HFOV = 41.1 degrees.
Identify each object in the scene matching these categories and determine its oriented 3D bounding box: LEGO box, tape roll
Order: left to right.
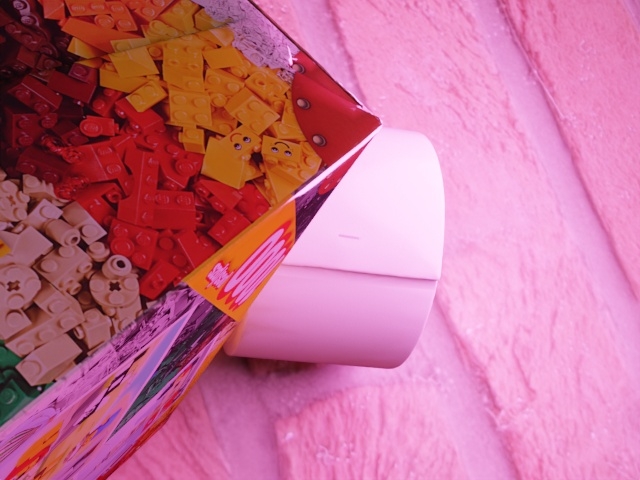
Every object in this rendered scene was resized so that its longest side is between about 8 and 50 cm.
[{"bbox_3d":[-0.228,0.086,0.573,0.193,0.500,0.372,44,51,5],"label":"LEGO box"},{"bbox_3d":[0.000,0.000,0.850,0.169,0.246,0.246,7,67,-13],"label":"tape roll"}]
